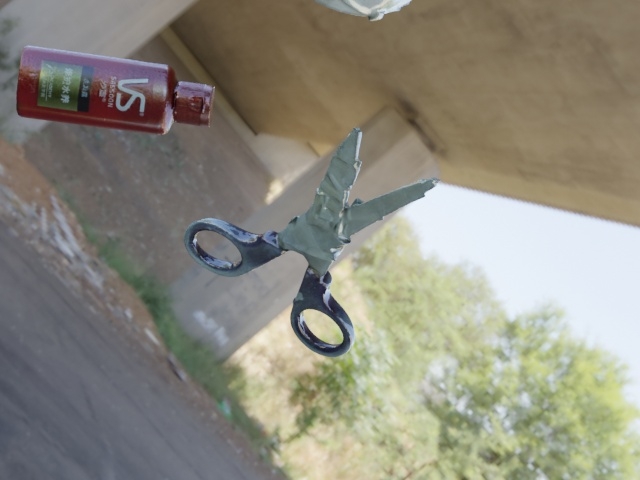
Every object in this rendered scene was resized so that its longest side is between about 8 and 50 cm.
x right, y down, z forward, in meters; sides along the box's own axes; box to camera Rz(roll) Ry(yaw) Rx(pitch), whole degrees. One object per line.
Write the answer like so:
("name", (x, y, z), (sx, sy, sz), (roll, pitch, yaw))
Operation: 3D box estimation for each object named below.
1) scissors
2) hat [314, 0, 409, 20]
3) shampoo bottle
("scissors", (0.000, 0.000, 1.048), (0.256, 0.029, 0.383), (39, -38, -6))
("hat", (0.100, -0.448, 1.225), (0.168, 0.257, 0.301), (61, -32, 21))
("shampoo bottle", (-0.334, -0.239, 1.513), (0.314, 0.118, 0.076), (8, -4, -5))
